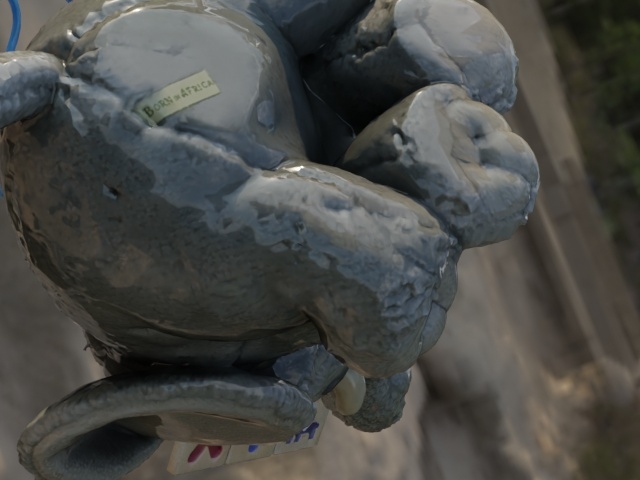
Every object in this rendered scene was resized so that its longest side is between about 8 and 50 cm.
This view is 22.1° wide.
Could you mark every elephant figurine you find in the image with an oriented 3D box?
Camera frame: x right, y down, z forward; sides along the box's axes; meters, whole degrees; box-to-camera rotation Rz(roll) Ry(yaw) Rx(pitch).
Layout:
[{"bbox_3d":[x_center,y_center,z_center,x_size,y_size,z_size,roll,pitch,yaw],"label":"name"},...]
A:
[{"bbox_3d":[-0.039,0.016,0.563,0.186,0.169,0.239,35,-36,0],"label":"elephant figurine"}]

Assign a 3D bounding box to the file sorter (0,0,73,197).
[{"bbox_3d":[-0.217,-0.096,0.806,0.118,0.170,0.104,46,57,-67],"label":"file sorter"}]

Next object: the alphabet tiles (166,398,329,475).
[{"bbox_3d":[0.000,0.000,1.136,0.011,0.342,0.285,27,16,32],"label":"alphabet tiles"}]
